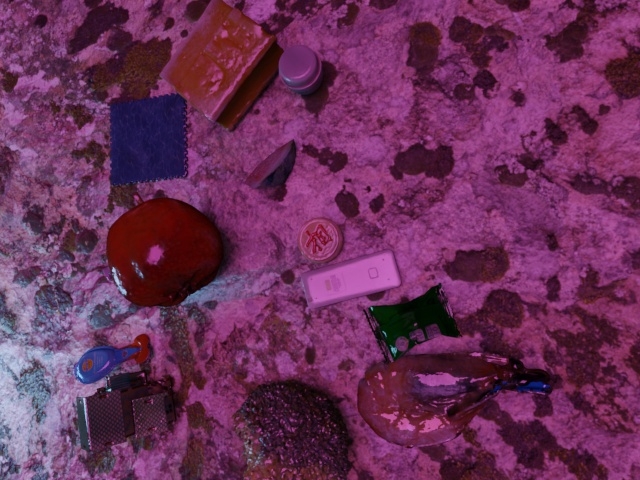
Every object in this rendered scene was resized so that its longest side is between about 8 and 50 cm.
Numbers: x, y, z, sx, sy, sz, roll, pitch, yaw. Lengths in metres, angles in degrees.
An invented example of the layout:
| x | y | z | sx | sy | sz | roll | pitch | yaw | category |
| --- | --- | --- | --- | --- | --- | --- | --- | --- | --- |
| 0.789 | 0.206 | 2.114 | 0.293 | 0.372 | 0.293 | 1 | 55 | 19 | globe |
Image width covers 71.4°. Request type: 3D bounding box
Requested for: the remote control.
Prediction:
| x | y | z | sx | sy | sz | roll | pitch | yaw | category |
| --- | --- | --- | --- | --- | --- | --- | --- | --- | --- |
| 0.077 | 0.100 | 1.143 | 0.250 | 0.034 | 0.103 | -17 | 81 | 11 | remote control |

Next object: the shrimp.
| x | y | z | sx | sy | sz | roll | pitch | yaw | category |
| --- | --- | --- | --- | --- | --- | --- | --- | --- | --- |
| 0.300 | 0.362 | 1.034 | 0.446 | 0.110 | 0.221 | -15 | 87 | 16 | shrimp |

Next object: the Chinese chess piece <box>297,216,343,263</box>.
| x | y | z | sx | sy | sz | roll | pitch | yaw | category |
| --- | --- | --- | --- | --- | --- | --- | --- | --- | --- |
| 0.000 | 0.000 | 1.163 | 0.122 | 0.051 | 0.122 | -1 | 85 | 14 | Chinese chess piece |

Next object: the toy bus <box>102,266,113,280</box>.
| x | y | z | sx | sy | sz | roll | pitch | yaw | category |
| --- | --- | --- | --- | --- | --- | --- | --- | --- | --- |
| -0.572 | 0.074 | 1.308 | 0.131 | 0.037 | 0.052 | -27 | 84 | 9 | toy bus |

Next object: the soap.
| x | y | z | sx | sy | sz | roll | pitch | yaw | category |
| --- | --- | --- | --- | --- | --- | --- | --- | --- | --- |
| -0.274 | -0.493 | 1.239 | 0.259 | 0.143 | 0.281 | 40 | 100 | 14 | soap |

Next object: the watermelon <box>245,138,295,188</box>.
| x | y | z | sx | sy | sz | roll | pitch | yaw | category |
| --- | --- | --- | --- | --- | --- | --- | --- | --- | --- |
| -0.126 | -0.198 | 1.208 | 0.180 | 0.081 | 0.094 | -40 | 60 | -9 | watermelon |

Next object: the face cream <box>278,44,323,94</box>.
| x | y | z | sx | sy | sz | roll | pitch | yaw | category |
| --- | --- | --- | --- | --- | --- | --- | --- | --- | --- |
| -0.050 | -0.454 | 1.191 | 0.117 | 0.104 | 0.117 | -1 | 85 | 13 | face cream |

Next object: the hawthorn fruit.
| x | y | z | sx | sy | sz | roll | pitch | yaw | category |
| --- | --- | --- | --- | --- | --- | --- | --- | --- | --- |
| -0.417 | 0.003 | 1.161 | 0.287 | 0.287 | 0.330 | -37 | 72 | 8 | hawthorn fruit |

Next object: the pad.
| x | y | z | sx | sy | sz | roll | pitch | yaw | category |
| --- | --- | --- | --- | --- | --- | --- | --- | --- | --- |
| -0.521 | -0.305 | 1.342 | 0.269 | 0.012 | 0.269 | -6 | 84 | 14 | pad |

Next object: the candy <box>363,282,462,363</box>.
| x | y | z | sx | sy | sz | roll | pitch | yaw | category |
| --- | --- | --- | --- | --- | --- | --- | --- | --- | --- |
| 0.220 | 0.191 | 1.065 | 0.203 | 0.078 | 0.141 | -21 | 51 | 0 | candy |

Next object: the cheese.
| x | y | z | sx | sy | sz | roll | pitch | yaw | category |
| --- | --- | --- | --- | --- | --- | --- | --- | --- | --- |
| -0.603 | 0.342 | 1.284 | 0.256 | 0.037 | 0.106 | -19 | 61 | 7 | cheese |

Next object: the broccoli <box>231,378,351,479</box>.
| x | y | z | sx | sy | sz | roll | pitch | yaw | category |
| --- | --- | --- | --- | --- | --- | --- | --- | --- | --- |
| -0.078 | 0.469 | 1.056 | 0.260 | 0.235 | 0.288 | -42 | 41 | 6 | broccoli |

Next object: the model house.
| x | y | z | sx | sy | sz | roll | pitch | yaw | category |
| --- | --- | --- | --- | --- | --- | --- | --- | --- | --- |
| -0.545 | 0.448 | 1.177 | 0.271 | 0.206 | 0.178 | -10 | 83 | 13 | model house |
